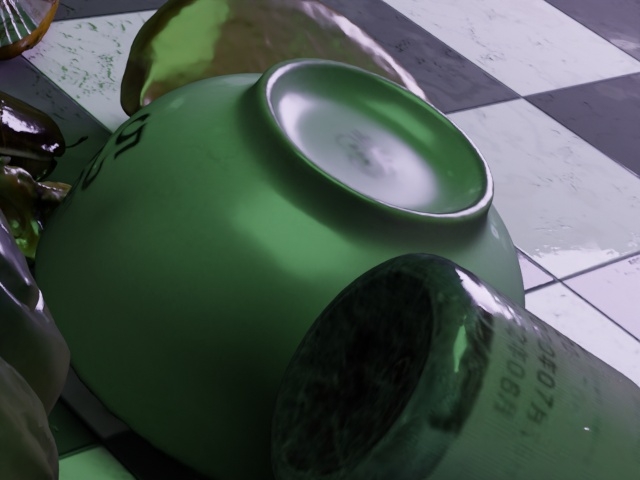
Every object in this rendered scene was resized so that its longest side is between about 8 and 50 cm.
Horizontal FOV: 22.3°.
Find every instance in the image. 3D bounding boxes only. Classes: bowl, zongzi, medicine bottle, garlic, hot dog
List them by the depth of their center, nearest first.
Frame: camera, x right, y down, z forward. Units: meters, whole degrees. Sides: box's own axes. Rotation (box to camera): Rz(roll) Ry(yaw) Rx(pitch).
[{"bbox_3d":[0.119,0.136,0.942,0.273,0.165,0.165,33,22,-29],"label":"medicine bottle"},{"bbox_3d":[0.000,0.000,1.105,0.354,0.185,0.354,21,32,-13],"label":"bowl"},{"bbox_3d":[-0.256,-0.115,1.188,0.187,0.184,0.084,-12,39,-42],"label":"zongzi"},{"bbox_3d":[-0.008,-0.093,1.374,0.338,0.151,0.196,25,40,-14],"label":"garlic"},{"bbox_3d":[-0.298,-0.224,1.463,0.131,0.069,0.252,9,28,0],"label":"hot dog"}]

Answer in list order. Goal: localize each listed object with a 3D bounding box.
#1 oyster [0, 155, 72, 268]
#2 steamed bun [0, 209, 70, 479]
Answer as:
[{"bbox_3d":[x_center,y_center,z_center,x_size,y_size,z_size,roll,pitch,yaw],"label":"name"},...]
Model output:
[{"bbox_3d":[-0.294,0.005,1.088,0.345,0.079,0.128,-12,74,-47],"label":"oyster"},{"bbox_3d":[-0.256,0.052,0.766,0.339,0.247,0.352,41,16,-14],"label":"steamed bun"}]
